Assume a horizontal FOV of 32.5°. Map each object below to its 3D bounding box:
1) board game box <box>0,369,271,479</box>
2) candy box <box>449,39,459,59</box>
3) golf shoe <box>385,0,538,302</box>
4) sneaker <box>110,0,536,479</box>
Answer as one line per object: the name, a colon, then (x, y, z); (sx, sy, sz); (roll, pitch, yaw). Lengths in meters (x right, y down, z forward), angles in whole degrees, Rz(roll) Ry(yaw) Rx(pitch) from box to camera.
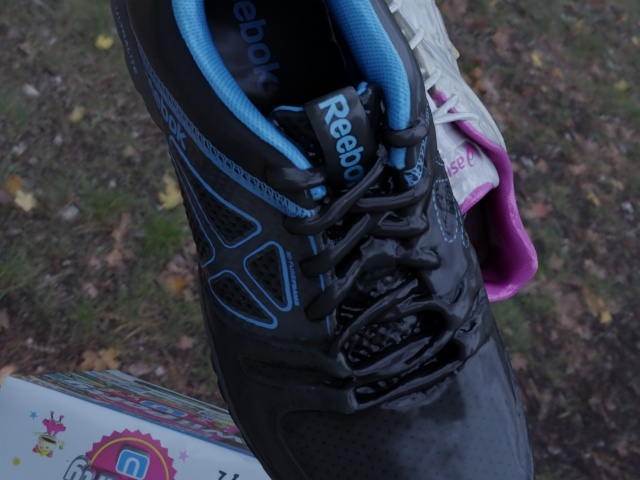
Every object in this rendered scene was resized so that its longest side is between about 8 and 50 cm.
board game box: (-0.122, 0.187, 0.910); (0.224, 0.303, 0.097); (18, 86, 6)
candy box: (-0.008, -0.270, 1.083); (0.316, 0.087, 0.183); (24, 29, -52)
golf shoe: (0.041, -0.088, 0.607); (0.306, 0.115, 0.140); (58, -7, -35)
sneaker: (0.000, 0.000, 0.453); (0.125, 0.139, 0.341); (-26, 94, -10)
